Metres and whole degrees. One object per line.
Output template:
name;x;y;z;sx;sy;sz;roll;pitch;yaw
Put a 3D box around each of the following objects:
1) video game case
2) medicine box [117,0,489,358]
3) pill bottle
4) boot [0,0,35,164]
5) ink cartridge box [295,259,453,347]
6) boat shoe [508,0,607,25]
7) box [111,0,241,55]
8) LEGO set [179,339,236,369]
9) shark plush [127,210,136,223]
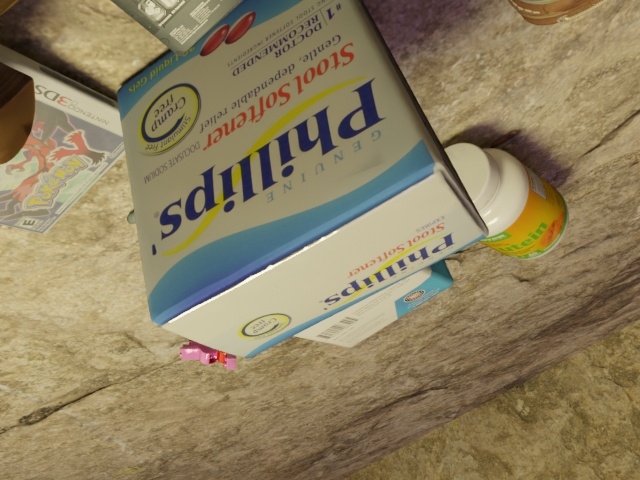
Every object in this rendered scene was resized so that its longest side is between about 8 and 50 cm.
video game case;-0.310;-0.090;0.600;0.201;0.023;0.183;-39;152;18
medicine box;-0.033;-0.079;0.554;0.264;0.289;0.149;-29;147;16
pill bottle;0.269;-0.060;0.888;0.136;0.136;0.246;-39;143;28
boot;-0.301;-0.197;0.379;0.220;0.109;0.283;24;137;-6
ink cartridge box;0.000;0.000;0.779;0.198;0.197;0.270;-37;144;27
boat shoe;0.320;-0.324;0.548;0.325;0.123;0.116;-28;160;15
box;-0.093;-0.267;0.402;0.233;0.059;0.183;-32;133;28
LEGO set;-0.169;0.066;0.805;0.093;0.227;0.087;2;123;-14
shark plush;-0.185;-0.035;0.751;0.073;0.067;0.161;15;135;-42
